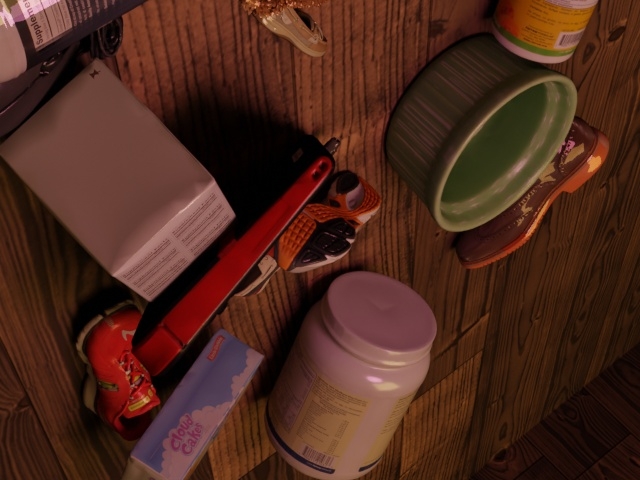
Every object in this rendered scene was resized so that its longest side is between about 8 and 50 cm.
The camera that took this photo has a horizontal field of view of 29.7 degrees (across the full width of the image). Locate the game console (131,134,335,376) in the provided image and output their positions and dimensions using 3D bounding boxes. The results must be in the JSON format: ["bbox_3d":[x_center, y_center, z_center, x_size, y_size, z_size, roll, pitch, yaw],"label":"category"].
[{"bbox_3d":[-0.107,0.007,1.567,0.342,0.060,0.386,-46,-171,4],"label":"game console"}]

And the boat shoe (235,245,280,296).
[{"bbox_3d":[-0.091,0.034,1.852,0.043,0.049,0.137,-5,138,-48],"label":"boat shoe"}]

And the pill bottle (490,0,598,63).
[{"bbox_3d":[0.353,-0.396,1.769,0.136,0.136,0.246,-21,144,-38],"label":"pill bottle"}]

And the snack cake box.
[{"bbox_3d":[-0.201,0.282,1.857,0.264,0.089,0.152,-56,177,-36],"label":"snack cake box"}]

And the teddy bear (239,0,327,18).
[{"bbox_3d":[-0.083,-0.378,1.265,0.338,0.113,0.245,16,109,-51],"label":"teddy bear"}]

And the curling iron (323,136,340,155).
[{"bbox_3d":[-0.057,-0.042,1.770,0.274,0.035,0.068,-49,-163,16],"label":"curling iron"}]

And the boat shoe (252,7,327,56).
[{"bbox_3d":[-0.031,-0.275,1.507,0.048,0.056,0.153,-47,145,14],"label":"boat shoe"}]

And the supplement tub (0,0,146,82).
[{"bbox_3d":[-0.264,-0.259,1.063,0.272,0.191,0.191,-34,151,-19],"label":"supplement tub"}]

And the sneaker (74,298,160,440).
[{"bbox_3d":[-0.276,0.191,1.734,0.107,0.118,0.279,-32,150,-26],"label":"sneaker"}]

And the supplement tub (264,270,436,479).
[{"bbox_3d":[0.053,0.238,2.116,0.235,0.235,0.325,-16,141,-42],"label":"supplement tub"}]

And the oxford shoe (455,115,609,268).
[{"bbox_3d":[0.362,-0.098,2.245,0.132,0.130,0.364,31,113,-28],"label":"oxford shoe"}]

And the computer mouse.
[{"bbox_3d":[-0.316,-0.177,1.233,0.272,0.072,0.188,-38,153,-12],"label":"computer mouse"}]

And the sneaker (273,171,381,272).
[{"bbox_3d":[0.000,0.000,1.822,0.262,0.099,0.121,-39,167,-53],"label":"sneaker"}]

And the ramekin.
[{"bbox_3d":[0.247,-0.176,1.911,0.303,0.148,0.303,-33,150,-22],"label":"ramekin"}]

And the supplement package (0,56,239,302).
[{"bbox_3d":[-0.218,-0.059,1.342,0.149,0.194,0.203,-43,169,-5],"label":"supplement package"}]
